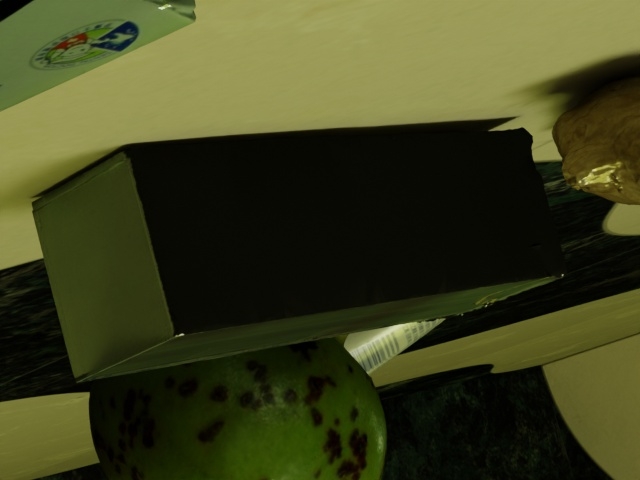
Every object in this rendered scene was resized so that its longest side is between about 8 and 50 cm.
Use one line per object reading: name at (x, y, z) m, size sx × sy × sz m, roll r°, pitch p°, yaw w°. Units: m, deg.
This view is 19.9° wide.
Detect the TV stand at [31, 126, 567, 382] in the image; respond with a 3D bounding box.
TV stand at (0.000, 0.000, 0.886) m, size 0.269 × 0.088 × 0.083 m, roll -7°, pitch 167°, yaw -45°

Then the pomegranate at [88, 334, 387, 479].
pomegranate at (-0.041, 0.107, 1.261) m, size 0.263 × 0.211 × 0.211 m, roll -59°, pitch -177°, yaw -15°

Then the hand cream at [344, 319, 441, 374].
hand cream at (0.047, 0.070, 1.535) m, size 0.248 × 0.083 × 0.133 m, roll -26°, pitch 174°, yaw -9°

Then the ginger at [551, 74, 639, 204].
ginger at (0.170, -0.054, 0.944) m, size 0.096 × 0.067 × 0.165 m, roll -17°, pitch -175°, yaw 8°

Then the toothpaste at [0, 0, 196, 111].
toothpaste at (-0.192, -0.026, 0.448) m, size 0.336 × 0.067 × 0.081 m, roll -20°, pitch 174°, yaw 27°
